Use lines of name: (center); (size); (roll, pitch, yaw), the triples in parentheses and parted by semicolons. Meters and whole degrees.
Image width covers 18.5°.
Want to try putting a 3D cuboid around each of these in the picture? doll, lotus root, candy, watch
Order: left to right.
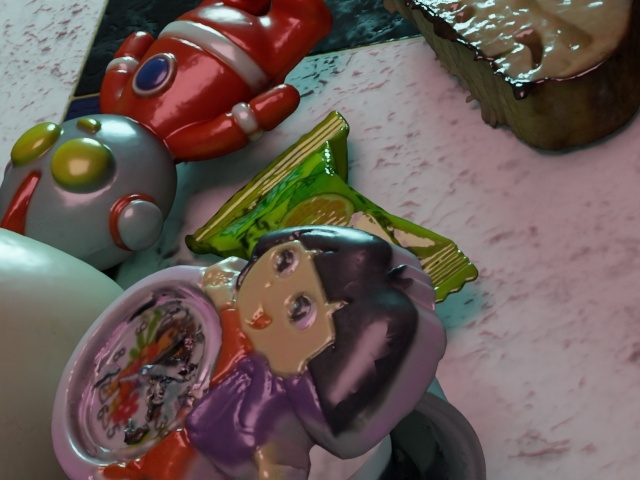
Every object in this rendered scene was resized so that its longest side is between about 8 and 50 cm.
doll: (-0.139, -0.080, 1.481); (0.200, 0.105, 0.336); (25, 65, 43)
watch: (-0.002, 0.122, 1.107); (0.244, 0.231, 0.196); (-39, 38, 10)
candy: (0.000, 0.000, 1.351); (0.149, 0.069, 0.246); (-38, 41, -3)
lotus root: (0.152, -0.168, 1.417); (0.170, 0.074, 0.261); (-30, 40, 1)

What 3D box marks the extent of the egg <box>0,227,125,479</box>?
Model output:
egg: (-0.266, 0.124, 1.238); (0.345, 0.283, 0.283); (-16, 43, 0)
